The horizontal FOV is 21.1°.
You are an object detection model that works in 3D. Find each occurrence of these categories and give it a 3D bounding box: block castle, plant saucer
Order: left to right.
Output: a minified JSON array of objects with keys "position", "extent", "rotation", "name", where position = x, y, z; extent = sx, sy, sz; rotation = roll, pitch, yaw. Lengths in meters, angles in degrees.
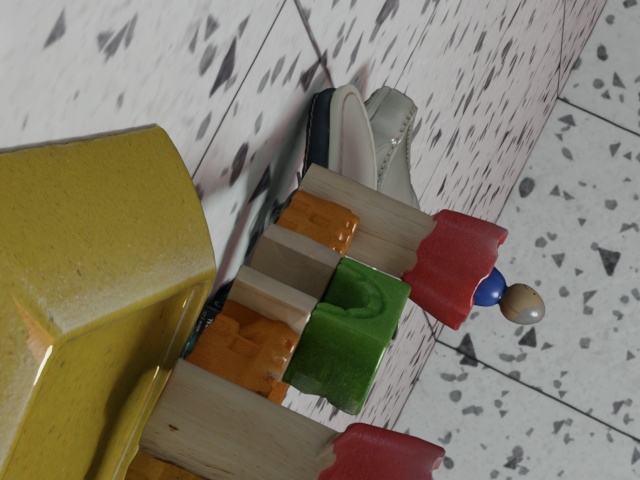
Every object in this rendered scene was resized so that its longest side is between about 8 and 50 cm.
[{"position":[-0.165,0.115,0.891],"extent":[0.333,0.081,0.333],"rotation":[-66,169,13],"name":"plant saucer"},{"position":[0.002,0.163,1.136],"extent":[0.453,0.212,0.303],"rotation":[-60,174,-68],"name":"block castle"}]

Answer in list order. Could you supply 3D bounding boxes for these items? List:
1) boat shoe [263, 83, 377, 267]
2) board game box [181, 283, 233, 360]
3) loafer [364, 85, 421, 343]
[{"position":[0.000,0.000,1.374],"extent":[0.095,0.079,0.255],"rotation":[-35,127,-57],"name":"boat shoe"},{"position":[-0.074,0.086,1.412],"extent":[0.126,0.026,0.186],"rotation":[-67,169,20],"name":"board game box"},{"position":[0.054,-0.015,1.556],"extent":[0.112,0.111,0.319],"rotation":[-57,168,-33],"name":"loafer"}]
